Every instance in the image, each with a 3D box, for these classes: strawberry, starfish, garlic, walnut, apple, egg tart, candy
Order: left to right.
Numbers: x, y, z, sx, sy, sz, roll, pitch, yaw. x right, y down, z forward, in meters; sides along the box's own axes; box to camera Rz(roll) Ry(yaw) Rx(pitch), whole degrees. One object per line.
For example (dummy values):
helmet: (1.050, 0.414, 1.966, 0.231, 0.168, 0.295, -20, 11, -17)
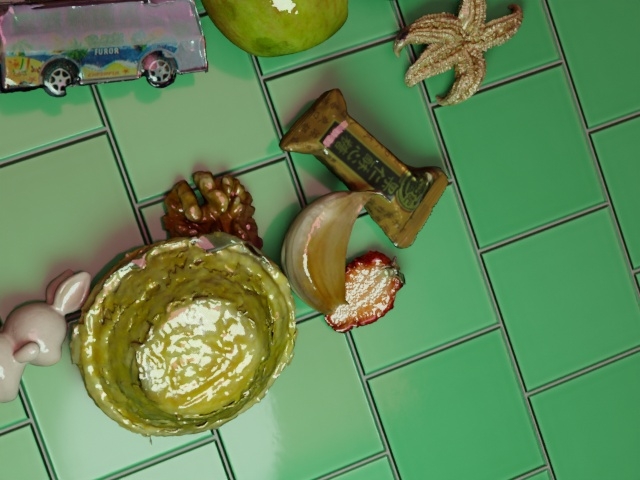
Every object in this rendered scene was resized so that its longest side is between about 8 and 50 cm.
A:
egg tart: (-0.186, 0.150, 1.750, 0.341, 0.132, 0.341, -4, 106, -15)
walnut: (-0.159, -0.025, 1.823, 0.143, 0.069, 0.170, -27, 93, -11)
apple: (-0.058, -0.391, 1.765, 0.246, 0.246, 0.226, -29, 104, -12)
garlic: (-0.003, 0.000, 1.817, 0.115, 0.128, 0.207, 10, 102, -48)
strawberry: (0.066, 0.080, 1.890, 0.152, 0.048, 0.104, -40, 106, 5)
candy: (0.077, -0.116, 1.868, 0.271, 0.101, 0.143, 39, 89, -17)
starfish: (0.227, -0.333, 1.925, 0.238, 0.071, 0.216, -17, 99, -20)

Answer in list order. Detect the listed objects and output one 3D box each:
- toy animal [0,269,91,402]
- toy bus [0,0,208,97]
toy animal: (-0.406, 0.137, 1.740, 0.212, 0.124, 0.124, -35, 98, -18)
toy bus: (-0.321, -0.287, 1.728, 0.316, 0.112, 0.138, -12, 115, -27)
